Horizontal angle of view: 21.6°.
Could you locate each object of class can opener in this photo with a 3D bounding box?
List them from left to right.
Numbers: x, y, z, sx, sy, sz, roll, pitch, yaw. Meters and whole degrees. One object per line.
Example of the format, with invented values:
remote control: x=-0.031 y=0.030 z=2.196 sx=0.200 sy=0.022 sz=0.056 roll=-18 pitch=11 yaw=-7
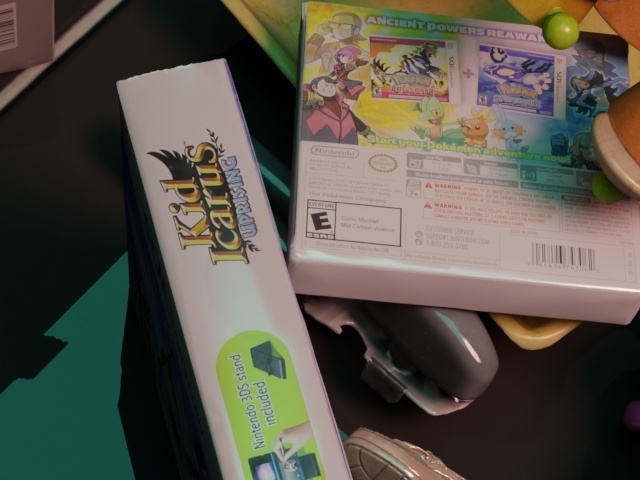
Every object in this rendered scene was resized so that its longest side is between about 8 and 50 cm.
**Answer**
can opener: x=0.000 y=0.000 z=1.034 sx=0.280 sy=0.093 sz=0.074 roll=39 pitch=43 yaw=14

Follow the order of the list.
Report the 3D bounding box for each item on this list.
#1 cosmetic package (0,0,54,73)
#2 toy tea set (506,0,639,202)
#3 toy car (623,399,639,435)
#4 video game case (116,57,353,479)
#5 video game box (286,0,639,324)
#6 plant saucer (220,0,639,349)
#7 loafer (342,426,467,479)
cosmetic package: x=-0.246 y=-0.233 z=1.083 sx=0.107 sy=0.127 sz=0.238 roll=-17 pitch=68 yaw=-15
toy tea set: x=0.138 y=-0.148 z=0.990 sx=0.200 sy=0.124 sz=0.336 roll=27 pitch=36 yaw=-27
toy car: x=0.246 y=0.105 z=0.998 sx=0.136 sy=0.159 sz=0.182 roll=14 pitch=87 yaw=44
video game case: x=-0.051 y=0.075 z=0.893 sx=0.061 sy=0.269 sz=0.244 roll=-12 pitch=68 yaw=-10
video game box: x=0.083 y=-0.048 z=0.990 sx=0.205 sy=0.048 sz=0.187 roll=6 pitch=60 yaw=-5
plant saucer: x=0.144 y=-0.125 z=1.112 sx=0.333 sy=0.081 sz=0.333 roll=-34 pitch=75 yaw=-20
loafer: x=0.068 y=0.150 z=1.006 sx=0.125 sy=0.045 sz=0.039 roll=37 pitch=50 yaw=2
